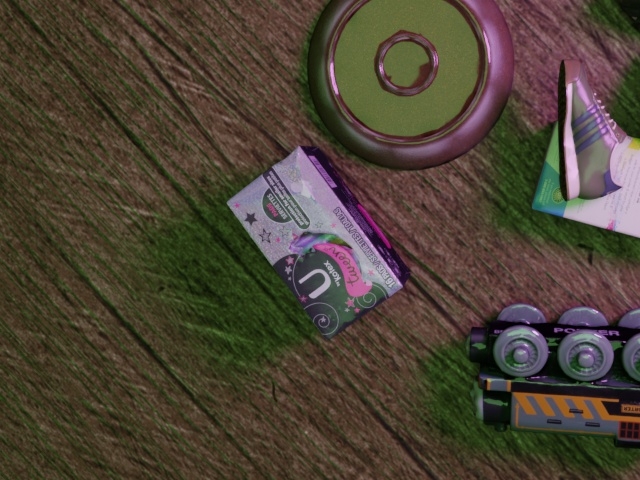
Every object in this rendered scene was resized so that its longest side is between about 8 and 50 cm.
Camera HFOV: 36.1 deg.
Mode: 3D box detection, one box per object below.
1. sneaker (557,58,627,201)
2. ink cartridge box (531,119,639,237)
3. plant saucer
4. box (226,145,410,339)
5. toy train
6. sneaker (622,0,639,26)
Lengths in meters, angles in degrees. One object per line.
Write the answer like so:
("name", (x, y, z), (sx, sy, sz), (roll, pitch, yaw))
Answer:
("sneaker", (0.369, -0.150, 1.331), (0.086, 0.064, 0.192), (-2, 93, 3))
("ink cartridge box", (0.429, -0.080, 1.393), (0.231, 0.078, 0.134), (16, 99, 9))
("plant saucer", (0.129, -0.258, 1.447), (0.311, 0.050, 0.310), (1, 96, 10))
("box", (0.000, 0.000, 1.439), (0.142, 0.163, 0.247), (-37, 88, 11))
("toy train", (0.376, 0.199, 1.412), (0.334, 0.142, 0.190), (2, 106, 11))
("sneaker", (0.626, -0.340, 1.307), (0.411, 0.158, 0.182), (18, 82, 3))
